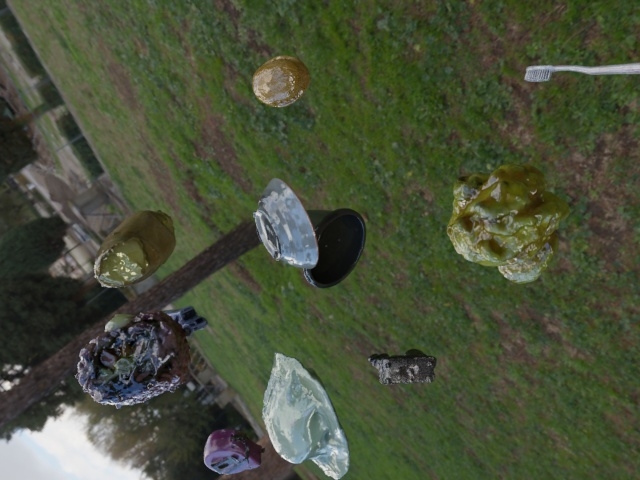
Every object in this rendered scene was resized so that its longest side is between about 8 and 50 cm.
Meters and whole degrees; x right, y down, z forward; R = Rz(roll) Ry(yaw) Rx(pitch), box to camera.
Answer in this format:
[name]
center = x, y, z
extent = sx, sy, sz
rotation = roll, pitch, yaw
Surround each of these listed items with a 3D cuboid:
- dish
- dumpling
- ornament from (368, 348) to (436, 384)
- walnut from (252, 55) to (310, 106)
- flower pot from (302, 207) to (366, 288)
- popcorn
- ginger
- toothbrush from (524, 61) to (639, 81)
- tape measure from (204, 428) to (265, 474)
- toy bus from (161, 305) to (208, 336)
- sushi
[dish]
center = -0.108, -0.028, 1.322
extent = 0.260, 0.085, 0.260
rotation = 47, 152, 35
[dumpling]
center = -0.028, 0.268, 0.744
extent = 0.219, 0.108, 0.152
rotation = 66, 173, -12
[ornament]
center = 0.300, 0.469, 1.952
extent = 0.260, 0.251, 0.106
rotation = -175, 87, -77
[walnut]
center = -0.129, -0.525, 1.668
extent = 0.206, 0.159, 0.159
rotation = -10, 125, 26
[flower pot]
center = 0.000, 0.000, 1.597
extent = 0.166, 0.269, 0.269
rotation = 29, 151, 37
[popcorn]
center = 0.486, -0.031, 1.289
extent = 0.321, 0.290, 0.326
rotation = -10, 98, 17
[ginger]
center = -0.428, 0.024, 1.170
extent = 0.152, 0.267, 0.138
rotation = -29, 111, 24
[toothbrush]
center = 0.516, -0.304, 0.910
extent = 0.025, 0.030, 0.307
rotation = 11, -176, -44
[tape measure]
center = -0.213, 0.504, 1.203
extent = 0.118, 0.125, 0.074
rotation = 51, -160, -31
[toy bus]
center = -0.404, 0.230, 1.430
extent = 0.167, 0.073, 0.076
rotation = -11, 95, 26
[sushi]
center = -0.478, 0.295, 1.287
extent = 0.171, 0.270, 0.237
rotation = 98, 154, -78
